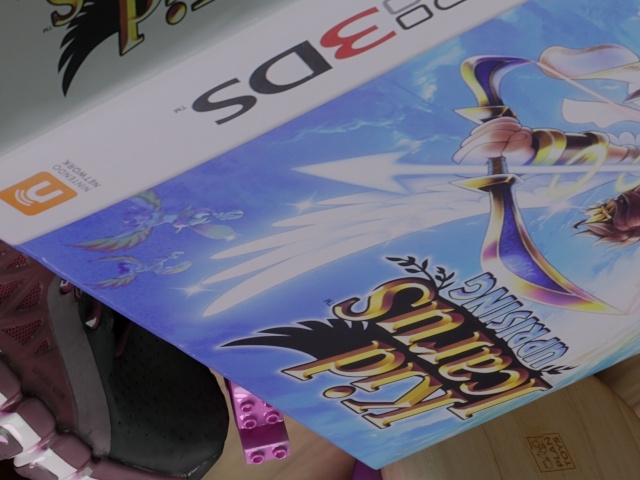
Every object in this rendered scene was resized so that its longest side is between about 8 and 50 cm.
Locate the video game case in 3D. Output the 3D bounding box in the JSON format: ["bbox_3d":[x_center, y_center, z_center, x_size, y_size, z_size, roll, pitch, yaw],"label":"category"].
[{"bbox_3d":[0.061,-0.036,0.497,0.244,0.061,0.269,-25,150,16],"label":"video game case"}]

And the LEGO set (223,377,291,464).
[{"bbox_3d":[0.000,0.000,0.675,0.087,0.093,0.227,-12,133,-6],"label":"LEGO set"}]

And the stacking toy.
[{"bbox_3d":[0.031,0.193,0.853,0.141,0.141,0.330,13,136,-20],"label":"stacking toy"}]

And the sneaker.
[{"bbox_3d":[-0.096,-0.015,0.645,0.162,0.106,0.281,-38,127,20],"label":"sneaker"}]
